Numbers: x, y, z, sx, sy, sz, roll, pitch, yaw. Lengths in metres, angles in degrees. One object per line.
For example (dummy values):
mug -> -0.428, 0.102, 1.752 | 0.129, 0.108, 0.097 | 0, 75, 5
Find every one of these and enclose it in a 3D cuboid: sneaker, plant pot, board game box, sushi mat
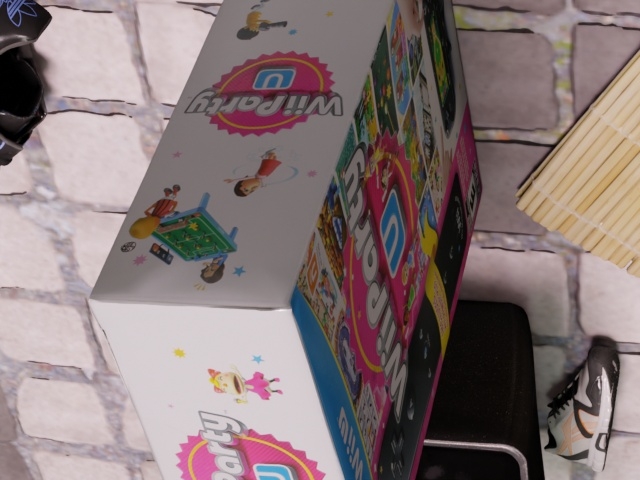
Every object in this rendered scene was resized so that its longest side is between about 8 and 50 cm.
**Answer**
sneaker -> -0.212, -0.061, 1.119 | 0.090, 0.081, 0.232 | 21, 138, 5
plant pot -> 0.054, 0.134, 1.152 | 0.187, 0.167, 0.188 | 3, 126, 17
board game box -> 0.000, 0.000, 0.941 | 0.097, 0.303, 0.224 | 2, 135, 18
sneaker -> 0.163, 0.106, 1.187 | 0.044, 0.040, 0.109 | 12, 137, 11
sushi mat -> 0.240, -0.075, 0.987 | 0.151, 0.019, 0.316 | 26, 138, -10
